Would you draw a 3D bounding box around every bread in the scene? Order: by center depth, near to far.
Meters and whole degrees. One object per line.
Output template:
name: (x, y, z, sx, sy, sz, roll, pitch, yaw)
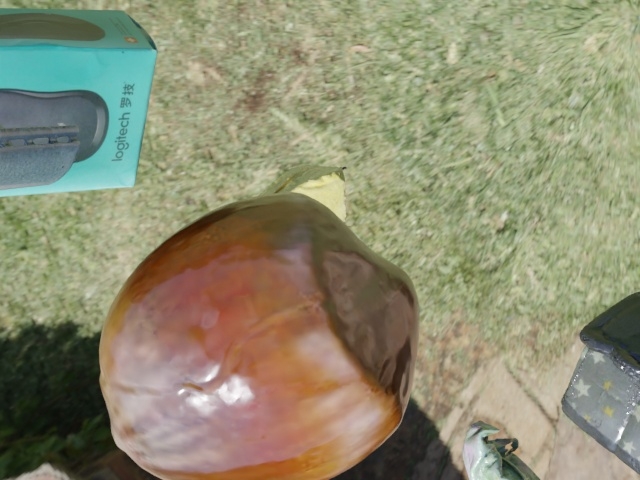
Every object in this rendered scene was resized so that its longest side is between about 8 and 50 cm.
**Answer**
bread: (0.000, 0.000, 1.766, 0.198, 0.263, 0.236, -40, 103, -7)

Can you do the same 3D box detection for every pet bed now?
pet bed: (0.415, 0.170, 1.178, 0.211, 0.183, 0.159, 39, 122, 43)

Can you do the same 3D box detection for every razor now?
razor: (-0.290, -0.132, 0.773, 0.068, 0.106, 0.232, -46, 75, 25)

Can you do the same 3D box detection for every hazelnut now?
hazelnut: (-0.067, 0.127, 1.147, 0.372, 0.315, 0.372, -11, 122, -18)

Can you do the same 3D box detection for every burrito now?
burrito: (0.270, 0.348, 1.355, 0.089, 0.144, 0.229, -42, 57, 5)

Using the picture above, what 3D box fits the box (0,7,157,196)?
box: (-0.365, -0.162, 1.218, 0.118, 0.311, 0.205, 46, 132, 43)
